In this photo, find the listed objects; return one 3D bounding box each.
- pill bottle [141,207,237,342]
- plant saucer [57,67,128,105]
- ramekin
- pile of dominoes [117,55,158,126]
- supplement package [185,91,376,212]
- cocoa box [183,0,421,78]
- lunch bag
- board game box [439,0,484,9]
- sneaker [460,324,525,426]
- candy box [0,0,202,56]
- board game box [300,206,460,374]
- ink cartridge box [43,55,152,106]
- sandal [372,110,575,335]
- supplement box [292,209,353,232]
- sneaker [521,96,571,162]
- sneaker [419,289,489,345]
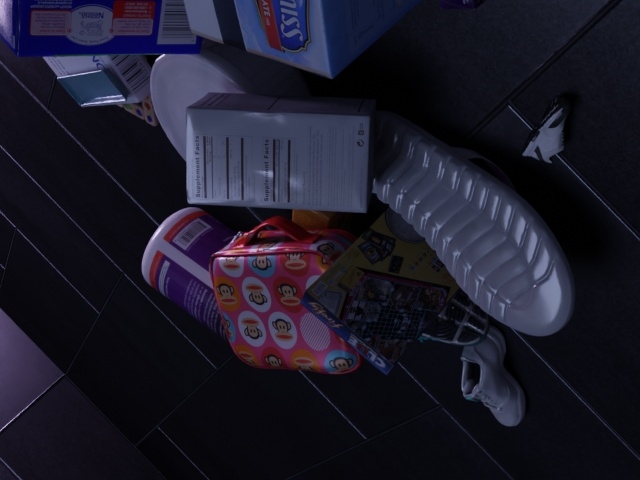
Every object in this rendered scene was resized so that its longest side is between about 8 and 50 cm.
[{"bbox_3d":[-0.173,0.086,1.842,0.323,0.181,0.181,34,146,19],"label":"pill bottle"},{"bbox_3d":[-0.397,-0.269,1.681,0.192,0.018,0.067,7,142,53],"label":"plant saucer"},{"bbox_3d":[-0.127,-0.206,1.513,0.273,0.127,0.273,30,144,25],"label":"ramekin"},{"bbox_3d":[-0.396,-0.334,1.766,0.196,0.040,0.251,29,144,25],"label":"pile of dominoes"},{"bbox_3d":[-0.050,-0.123,1.318,0.244,0.139,0.134,3,108,7],"label":"supplement package"},{"bbox_3d":[-0.027,-0.402,1.073,0.228,0.231,0.347,24,143,30],"label":"cocoa box"},{"bbox_3d":[-0.049,0.082,1.581,0.293,0.120,0.258,0,114,40],"label":"lunch bag"},{"bbox_3d":[0.144,-0.416,0.883,0.056,0.208,0.347,10,135,39],"label":"board game box"},{"bbox_3d":[0.271,0.240,1.580,0.080,0.094,0.212,8,132,43],"label":"sneaker"},{"bbox_3d":[-0.352,-0.369,1.371,0.317,0.268,0.122,44,131,43],"label":"candy box"},{"bbox_3d":[0.109,0.060,1.423,0.165,0.243,0.042,40,148,10],"label":"board game box"},{"bbox_3d":[-0.470,-0.381,1.703,0.330,0.071,0.324,4,136,51],"label":"ink cartridge box"},{"bbox_3d":[0.209,-0.049,1.335,0.416,0.102,0.169,47,136,23],"label":"sandal"},{"bbox_3d":[0.000,0.000,1.643,0.080,0.078,0.233,32,146,22],"label":"supplement box"},{"bbox_3d":[0.290,-0.136,1.195,0.043,0.040,0.109,25,150,2],"label":"sneaker"},{"bbox_3d":[0.171,0.118,1.583,0.275,0.107,0.110,14,155,48],"label":"sneaker"}]
